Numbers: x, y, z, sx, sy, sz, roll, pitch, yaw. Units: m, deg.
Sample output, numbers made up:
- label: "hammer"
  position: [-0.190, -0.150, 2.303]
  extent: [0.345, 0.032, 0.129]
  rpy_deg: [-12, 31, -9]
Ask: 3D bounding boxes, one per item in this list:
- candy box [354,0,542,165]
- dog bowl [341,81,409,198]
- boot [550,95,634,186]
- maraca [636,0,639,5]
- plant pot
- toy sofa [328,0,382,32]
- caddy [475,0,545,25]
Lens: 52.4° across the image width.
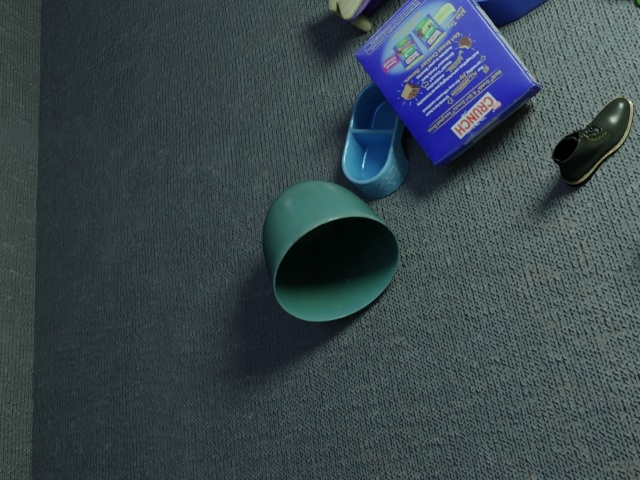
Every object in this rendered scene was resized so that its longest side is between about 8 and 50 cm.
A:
- label: "candy box"
  position: [0.272, -0.365, 1.407]
  extent: [0.268, 0.122, 0.317]
  rpy_deg: [-39, 78, 29]
- label: "dog bowl"
  position: [0.140, -0.253, 1.580]
  extent: [0.165, 0.074, 0.297]
  rpy_deg: [7, 81, 36]
- label: "boot"
  position: [0.528, -0.207, 1.256]
  extent: [0.076, 0.137, 0.198]
  rpy_deg: [33, 95, 37]
- label: "maraca"
  position: [0.647, -0.563, 1.308]
  extent: [0.186, 0.099, 0.127]
  rpy_deg: [58, 138, 10]
- label: "plant pot"
  position: [0.000, 0.000, 1.483]
  extent: [0.293, 0.293, 0.235]
  rpy_deg: [-47, 40, 15]
- label: "toy sofa"
  position: [0.183, -0.682, 1.598]
  extent: [0.362, 0.150, 0.177]
  rpy_deg: [-40, 58, 30]
- label: "caddy"
  position: [0.425, -0.648, 1.435]
  extent: [0.341, 0.179, 0.241]
  rpy_deg: [-31, 61, 24]
